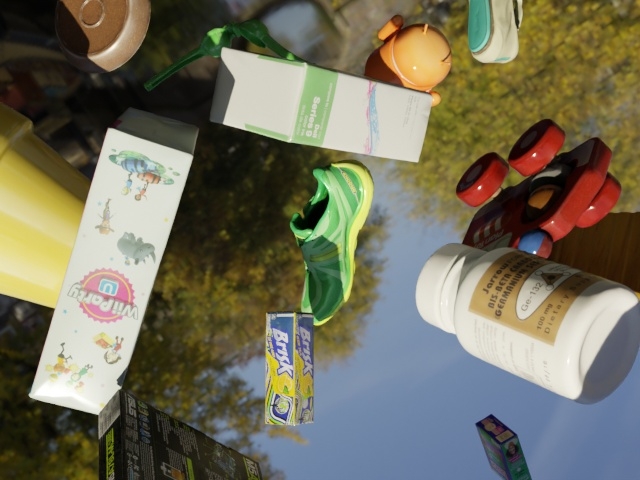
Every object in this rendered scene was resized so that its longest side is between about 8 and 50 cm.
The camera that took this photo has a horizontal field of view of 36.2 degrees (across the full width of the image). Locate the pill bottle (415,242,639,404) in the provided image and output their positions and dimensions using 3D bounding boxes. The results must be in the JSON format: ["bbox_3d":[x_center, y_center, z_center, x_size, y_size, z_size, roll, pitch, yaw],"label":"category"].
[{"bbox_3d":[0.220,0.079,1.074,0.131,0.131,0.229,-37,-144,-26],"label":"pill bottle"}]

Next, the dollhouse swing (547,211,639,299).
[{"bbox_3d":[0.530,0.024,2.000,0.347,0.305,0.315,-1,-116,40],"label":"dollhouse swing"}]

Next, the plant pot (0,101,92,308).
[{"bbox_3d":[-0.409,-0.032,1.305,0.254,0.239,0.254,-59,-172,14],"label":"plant pot"}]

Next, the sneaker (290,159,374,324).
[{"bbox_3d":[0.000,0.000,1.661,0.124,0.295,0.109,3,-160,-25],"label":"sneaker"}]

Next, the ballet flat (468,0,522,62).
[{"bbox_3d":[0.244,-0.363,1.372,0.086,0.248,0.086,1,168,0],"label":"ballet flat"}]

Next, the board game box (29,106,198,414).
[{"bbox_3d":[-0.227,0.015,1.115,0.224,0.098,0.303,-109,-144,-76],"label":"board game box"}]

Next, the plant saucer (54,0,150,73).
[{"bbox_3d":[-0.324,-0.329,1.423,0.168,0.168,0.029,-32,163,18],"label":"plant saucer"}]

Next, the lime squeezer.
[{"bbox_3d":[-0.147,-0.311,1.637,0.310,0.110,0.059,-2,176,18],"label":"lime squeezer"}]

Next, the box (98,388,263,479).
[{"bbox_3d":[-0.128,0.244,0.951,0.045,0.184,0.190,-49,-156,9],"label":"box"}]

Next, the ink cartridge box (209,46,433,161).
[{"bbox_3d":[0.003,-0.157,1.148,0.212,0.093,0.154,2,-167,-44],"label":"ink cartridge box"}]

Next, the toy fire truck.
[{"bbox_3d":[0.329,-0.033,1.564,0.302,0.169,0.254,-33,-158,48],"label":"toy fire truck"}]

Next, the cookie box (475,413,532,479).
[{"bbox_3d":[0.327,0.378,1.748,0.040,0.107,0.092,-27,-158,-12],"label":"cookie box"}]

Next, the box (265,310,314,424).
[{"bbox_3d":[-0.046,0.192,1.483,0.054,0.168,0.059,-4,173,31],"label":"box"}]

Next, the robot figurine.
[{"bbox_3d":[0.171,-0.338,1.895,0.219,0.128,0.158,-25,-127,62],"label":"robot figurine"}]
